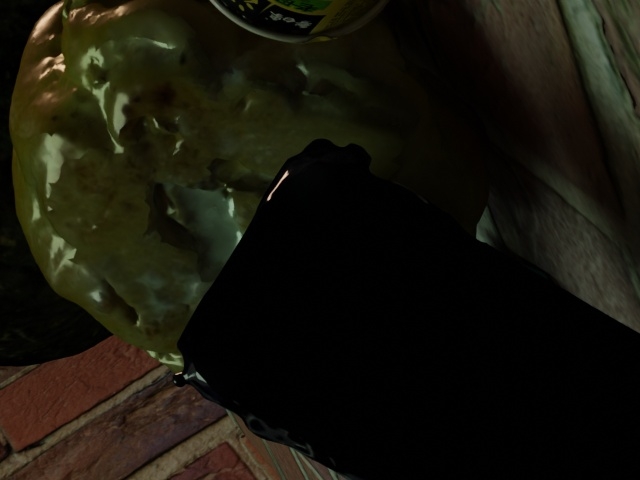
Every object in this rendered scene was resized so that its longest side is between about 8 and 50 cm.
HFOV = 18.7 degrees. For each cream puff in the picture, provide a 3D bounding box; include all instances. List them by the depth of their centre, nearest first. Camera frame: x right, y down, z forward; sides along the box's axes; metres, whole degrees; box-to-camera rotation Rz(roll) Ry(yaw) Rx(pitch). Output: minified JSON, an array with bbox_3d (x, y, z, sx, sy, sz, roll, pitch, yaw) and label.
[{"bbox_3d":[-0.045,-0.079,1.347,0.257,0.324,0.291,-84,5,-48],"label":"cream puff"}]

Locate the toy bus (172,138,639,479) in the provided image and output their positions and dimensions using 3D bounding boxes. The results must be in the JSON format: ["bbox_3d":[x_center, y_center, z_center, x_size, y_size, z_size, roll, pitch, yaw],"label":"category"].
[{"bbox_3d":[0.118,0.105,1.147,0.386,0.171,0.162,31,179,3],"label":"toy bus"}]

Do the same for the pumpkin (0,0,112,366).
[{"bbox_3d":[-0.263,-0.096,1.833,0.344,0.454,0.454,37,164,17],"label":"pumpkin"}]

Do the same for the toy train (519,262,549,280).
[{"bbox_3d":[0.081,0.090,1.428,0.163,0.203,0.112,23,142,58],"label":"toy train"}]

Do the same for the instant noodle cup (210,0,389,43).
[{"bbox_3d":[0.001,-0.198,1.123,0.151,0.151,0.122,58,163,-4],"label":"instant noodle cup"}]
